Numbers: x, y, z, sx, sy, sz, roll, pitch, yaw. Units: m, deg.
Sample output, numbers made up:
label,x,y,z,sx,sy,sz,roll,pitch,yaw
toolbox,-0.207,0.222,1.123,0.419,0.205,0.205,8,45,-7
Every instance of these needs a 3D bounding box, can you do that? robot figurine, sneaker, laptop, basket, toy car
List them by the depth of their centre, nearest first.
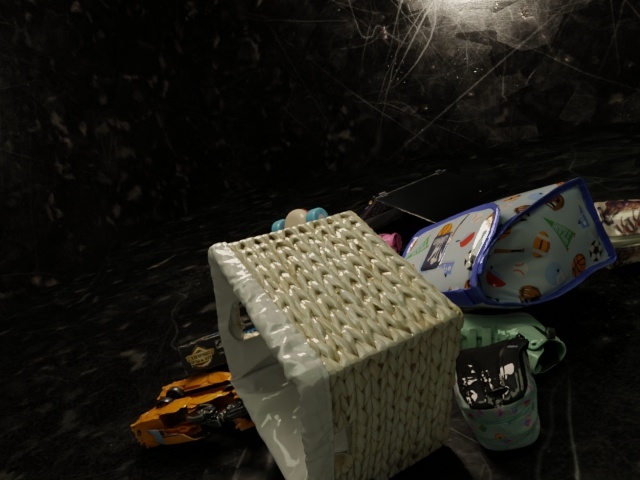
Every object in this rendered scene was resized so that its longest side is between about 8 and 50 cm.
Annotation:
label,x,y,z,sx,sy,sz,roll,pitch,yaw
basket,0.018,0.177,0.897,0.266,0.328,0.331,-19,39,-21
sneaker,0.319,0.196,1.066,0.255,0.094,0.151,-9,15,-11
robot figurine,-0.215,0.322,1.146,0.291,0.085,0.211,-16,16,20
toy car,0.000,0.000,1.937,0.238,0.210,0.219,-2,-10,-43
laptop,0.348,-0.082,1.967,0.382,0.236,0.408,-23,-21,-37

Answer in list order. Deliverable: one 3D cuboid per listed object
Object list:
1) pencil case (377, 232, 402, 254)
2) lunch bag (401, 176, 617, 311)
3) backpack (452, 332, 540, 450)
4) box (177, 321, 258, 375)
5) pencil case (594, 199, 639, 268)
label,x,y,z,sx,sy,sz,roll,pitch,yaw
pencil case,0.160,0.019,1.854,0.209,0.095,0.098,-1,-6,35
lunch bag,0.362,0.040,1.250,0.385,0.239,0.328,-27,2,-26
backpack,0.287,0.245,0.934,0.152,0.115,0.182,-23,15,15
box,-0.149,0.219,1.329,0.293,0.073,0.295,-18,-6,-3
pencil case,0.819,-0.031,1.282,0.410,0.160,0.183,-7,4,25
